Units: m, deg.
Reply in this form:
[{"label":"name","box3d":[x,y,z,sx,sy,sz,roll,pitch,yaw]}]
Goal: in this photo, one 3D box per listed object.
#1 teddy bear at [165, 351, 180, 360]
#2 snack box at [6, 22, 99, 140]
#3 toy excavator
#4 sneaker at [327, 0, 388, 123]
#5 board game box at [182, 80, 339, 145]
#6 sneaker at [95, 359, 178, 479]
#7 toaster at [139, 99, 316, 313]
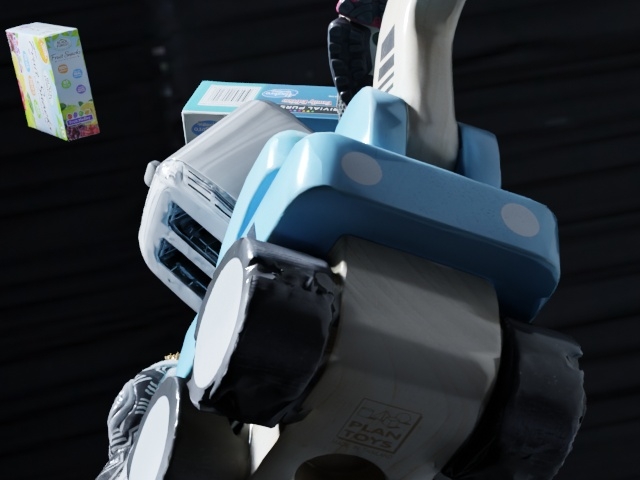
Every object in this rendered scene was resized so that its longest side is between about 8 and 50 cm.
[{"label":"teddy bear","box3d":[-0.086,0.264,2.244,0.338,0.113,0.245,12,-131,-54]},{"label":"snack box","box3d":[-0.256,-0.153,1.623,0.141,0.037,0.100,21,126,63]},{"label":"toy excavator","box3d":[0.045,-0.048,1.130,0.445,0.222,0.433,-89,22,-43]},{"label":"sneaker","box3d":[0.073,-0.111,1.603,0.112,0.121,0.299,-75,-15,-63]},{"label":"board game box","box3d":[0.000,0.000,1.835,0.079,0.253,0.336,-63,-28,-55]},{"label":"sneaker","box3d":[-0.142,0.271,1.837,0.366,0.210,0.137,-61,-27,-52]},{"label":"toaster","box3d":[-0.038,-0.002,1.376,0.227,0.146,0.129,40,136,19]}]
